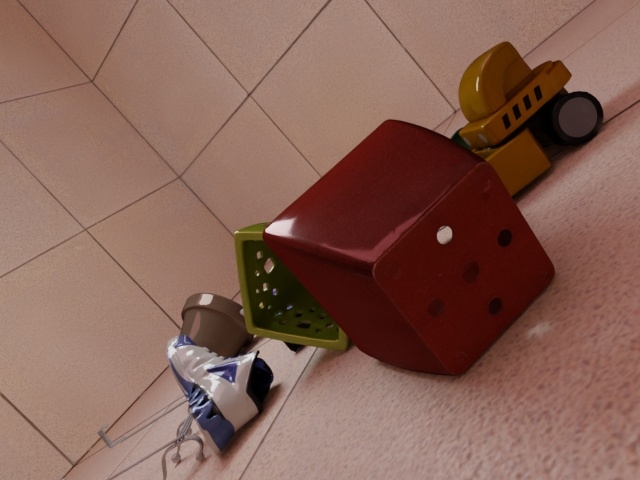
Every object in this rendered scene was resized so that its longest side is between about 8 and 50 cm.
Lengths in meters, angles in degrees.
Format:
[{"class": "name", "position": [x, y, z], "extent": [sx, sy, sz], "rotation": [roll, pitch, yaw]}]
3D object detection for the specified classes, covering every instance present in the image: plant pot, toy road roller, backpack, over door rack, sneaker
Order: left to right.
[{"class": "over door rack", "position": [-0.387, 0.474, 1.096], "extent": [0.324, 0.108, 0.239], "rotation": [-21, 8, 2]}, {"class": "plant pot", "position": [-0.369, 0.337, 1.578], "extent": [0.263, 0.263, 0.229], "rotation": [-35, 25, 47]}, {"class": "sneaker", "position": [-0.205, 0.301, 1.043], "extent": [0.182, 0.127, 0.315], "rotation": [-28, 32, -20]}, {"class": "backpack", "position": [-0.047, 0.187, 1.160], "extent": [0.120, 0.098, 0.101], "rotation": [-42, 2, 8]}, {"class": "plant pot", "position": [-0.017, 0.064, 0.979], "extent": [0.227, 0.228, 0.207], "rotation": [5, 20, 24]}, {"class": "plant pot", "position": [0.126, 0.015, 0.631], "extent": [0.267, 0.267, 0.235], "rotation": [-43, 19, -9]}, {"class": "toy road roller", "position": [0.340, -0.226, 0.951], "extent": [0.329, 0.240, 0.202], "rotation": [-41, 6, 5]}]

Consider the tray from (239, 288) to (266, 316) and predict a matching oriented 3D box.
[{"class": "tray", "position": [-0.118, 0.185, 1.562], "extent": [0.270, 0.145, 0.030], "rotation": [-41, 41, -2]}]

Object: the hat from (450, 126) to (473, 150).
[{"class": "hat", "position": [0.418, -0.186, 1.214], "extent": [0.173, 0.183, 0.209], "rotation": [-38, -38, -33]}]

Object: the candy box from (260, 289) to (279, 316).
[{"class": "candy box", "position": [-0.017, 0.109, 1.387], "extent": [0.317, 0.122, 0.268], "rotation": [-42, 4, 1]}]
